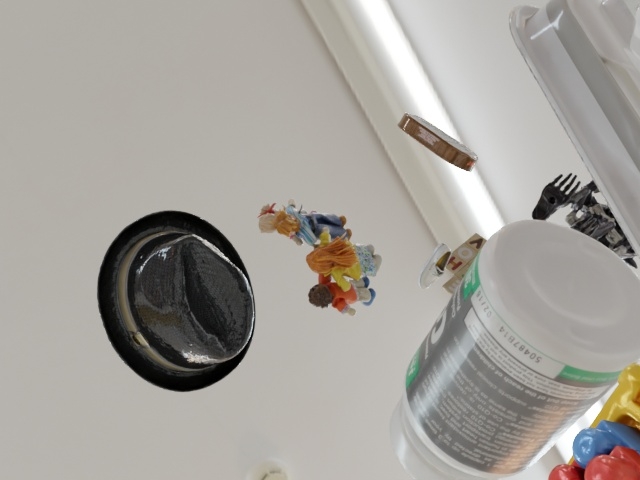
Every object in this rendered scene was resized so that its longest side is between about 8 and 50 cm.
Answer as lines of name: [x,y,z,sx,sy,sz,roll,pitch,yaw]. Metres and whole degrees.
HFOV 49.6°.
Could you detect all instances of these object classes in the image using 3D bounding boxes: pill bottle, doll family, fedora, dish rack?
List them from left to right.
fedora: [-0.219,0.102,1.220,0.334,0.152,0.334,6,-100,-37]
doll family: [0.000,0.000,1.144,0.163,0.263,0.118,0,-46,-48]
pill bottle: [0.224,0.165,0.862,0.204,0.361,0.204,11,-136,-11]
dish rack: [0.320,-0.085,0.560,0.333,0.072,0.285,-3,-117,-38]

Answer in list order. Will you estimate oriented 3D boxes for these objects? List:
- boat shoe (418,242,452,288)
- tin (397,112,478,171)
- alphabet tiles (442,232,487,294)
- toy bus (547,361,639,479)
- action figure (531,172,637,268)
boat shoe: [0.224,0.055,1.343,0.035,0.035,0.100,21,-74,-30]
tin: [0.239,-0.203,1.411,0.106,0.190,0.040,-5,-51,-52]
alphabet tiles: [0.360,0.080,1.347,0.198,0.237,0.009,-36,-31,-27]
toy bus: [0.217,0.195,0.452,0.211,0.149,0.220,15,-72,-28]
action figure: [0.444,-0.036,1.063,0.276,0.141,0.164,-3,-116,-48]
